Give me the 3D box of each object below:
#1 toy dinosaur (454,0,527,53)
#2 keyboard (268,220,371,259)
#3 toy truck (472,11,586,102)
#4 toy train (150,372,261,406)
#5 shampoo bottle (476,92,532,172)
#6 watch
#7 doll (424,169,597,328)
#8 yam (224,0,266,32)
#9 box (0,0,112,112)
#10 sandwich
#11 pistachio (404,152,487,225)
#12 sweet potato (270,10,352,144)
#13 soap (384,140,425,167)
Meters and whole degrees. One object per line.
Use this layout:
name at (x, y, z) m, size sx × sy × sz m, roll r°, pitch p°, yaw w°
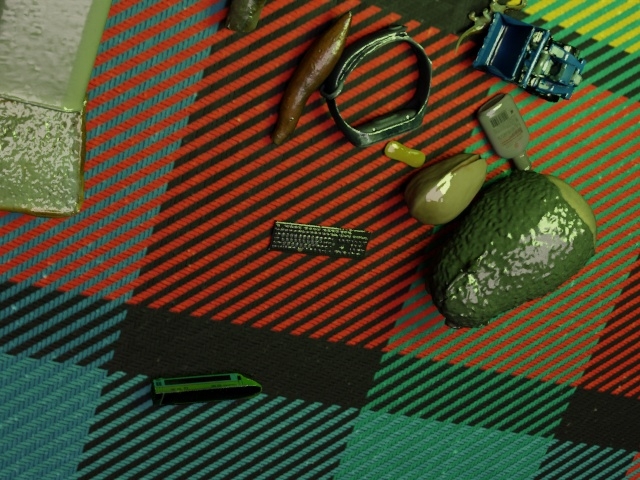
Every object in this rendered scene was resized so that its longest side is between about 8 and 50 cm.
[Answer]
toy dinosaur at (0.302, -0.408, 1.731) m, size 0.180 × 0.037 × 0.058 m, roll -32°, pitch 114°, yaw -6°
keyboard at (0.000, 0.000, 1.805) m, size 0.198 × 0.010 × 0.064 m, roll 6°, pitch 111°, yaw -23°
toy truck at (0.392, -0.327, 1.742) m, size 0.208 × 0.126 × 0.113 m, roll 15°, pitch 104°, yaw -30°
toy train at (-0.218, 0.281, 1.824) m, size 0.209 × 0.042 × 0.044 m, roll -2°, pitch 135°, yaw -21°
shampoo bottle at (0.365, -0.201, 1.840) m, size 0.080 × 0.040 × 0.165 m, roll -36°, pitch 120°, yaw -4°
watch at (0.101, -0.273, 1.697) m, size 0.206 × 0.068 × 0.193 m, roll -20°, pitch 114°, yaw -16°
doll at (0.358, 0.026, 1.834) m, size 0.349 × 0.247 × 0.247 m, roll -40°, pitch 120°, yaw -5°
yam at (-0.092, -0.451, 1.526) m, size 0.061 × 0.061 × 0.253 m, roll 9°, pitch 121°, yaw -24°
box at (-0.373, -0.391, 1.307) m, size 0.177 × 0.352 × 0.344 m, roll 10°, pitch 109°, yaw -24°
sandwich at (-0.500, -0.145, 1.513) m, size 0.251 × 0.087 × 0.226 m, roll 0°, pitch 113°, yaw -21°
pistachio at (0.236, -0.102, 1.792) m, size 0.185 × 0.108 × 0.126 m, roll -36°, pitch 159°, yaw -18°
sweet potato at (-0.020, -0.284, 1.654) m, size 0.057 × 0.057 × 0.265 m, roll 27°, pitch 107°, yaw -28°
soap at (0.160, -0.162, 1.795) m, size 0.089 × 0.012 × 0.034 m, roll 18°, pitch 104°, yaw -26°
